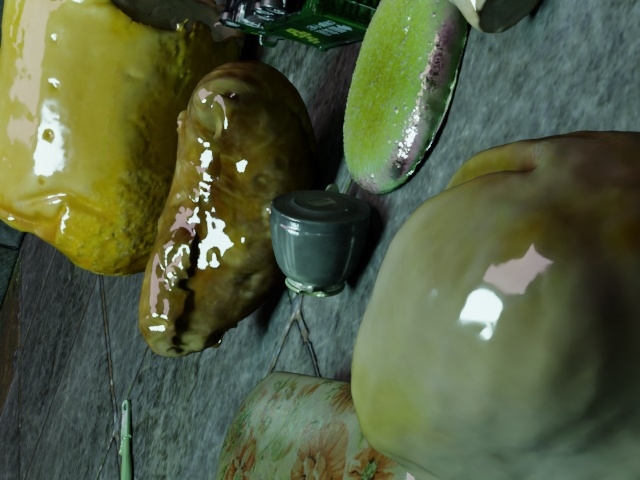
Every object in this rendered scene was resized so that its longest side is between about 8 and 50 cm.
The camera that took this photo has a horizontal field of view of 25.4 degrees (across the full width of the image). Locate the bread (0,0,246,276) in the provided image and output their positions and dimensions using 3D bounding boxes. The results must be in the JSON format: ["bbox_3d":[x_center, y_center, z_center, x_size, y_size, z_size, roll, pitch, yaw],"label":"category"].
[{"bbox_3d":[-0.242,-0.149,1.841,0.250,0.361,0.394,12,99,27],"label":"bread"}]

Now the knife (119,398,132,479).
[{"bbox_3d":[-0.266,0.287,1.946,0.207,0.014,0.030,-100,32,-55],"label":"knife"}]

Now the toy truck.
[{"bbox_3d":[-0.022,-0.259,1.499,0.259,0.121,0.088,-170,94,-71],"label":"toy truck"}]

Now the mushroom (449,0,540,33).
[{"bbox_3d":[0.099,-0.271,1.115,0.206,0.209,0.206,-48,-30,-39],"label":"mushroom"}]

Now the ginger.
[{"bbox_3d":[-0.087,-0.030,1.477,0.165,0.172,0.321,27,111,33],"label":"ginger"}]

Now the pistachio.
[{"bbox_3d":[0.127,0.048,0.799,0.166,0.197,0.288,-38,-11,-31],"label":"pistachio"}]

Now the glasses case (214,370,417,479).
[{"bbox_3d":[0.011,0.186,1.093,0.425,0.098,0.157,-5,65,70],"label":"glasses case"}]

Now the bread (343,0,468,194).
[{"bbox_3d":[0.070,-0.153,1.290,0.228,0.033,0.229,-163,90,-72],"label":"bread"}]

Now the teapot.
[{"bbox_3d":[0.006,0.003,1.310,0.092,0.124,0.091,19,114,31],"label":"teapot"}]
